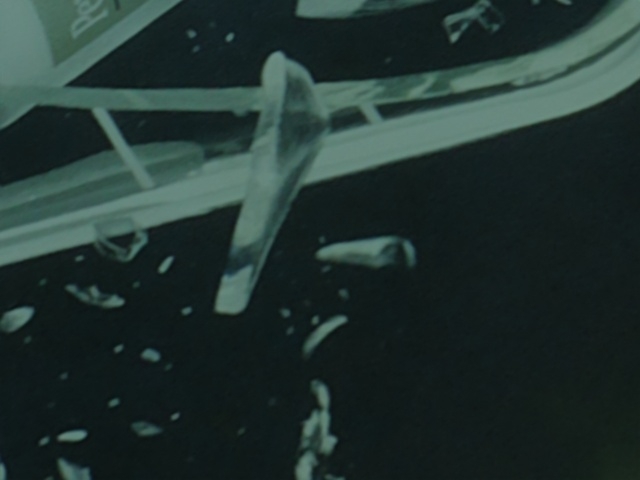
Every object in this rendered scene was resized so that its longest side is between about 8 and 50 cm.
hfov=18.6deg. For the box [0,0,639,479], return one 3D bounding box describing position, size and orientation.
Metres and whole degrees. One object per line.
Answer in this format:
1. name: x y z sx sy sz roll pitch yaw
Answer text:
1. box: 0.000 0.000 0.684 0.472 0.297 0.480 -29 65 -4
